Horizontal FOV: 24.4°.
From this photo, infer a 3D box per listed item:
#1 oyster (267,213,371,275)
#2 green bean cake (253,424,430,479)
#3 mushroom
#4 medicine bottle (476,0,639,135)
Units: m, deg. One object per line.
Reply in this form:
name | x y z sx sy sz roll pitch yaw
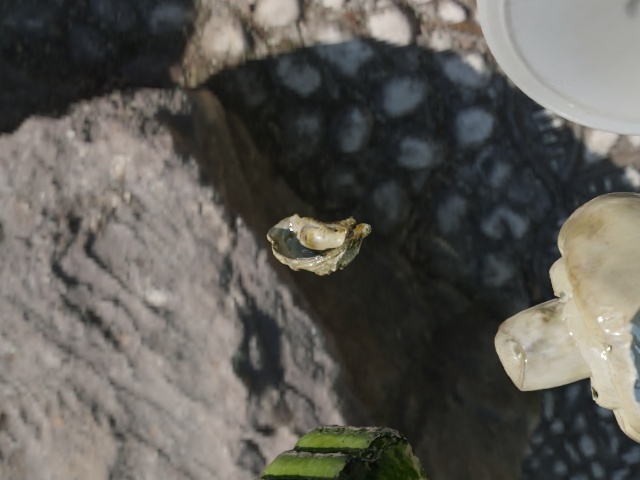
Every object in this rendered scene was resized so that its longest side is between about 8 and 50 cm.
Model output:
oyster | 0.000 0.000 1.318 0.080 0.083 0.038 -39 131 -3
green bean cake | 0.016 0.258 1.076 0.113 0.200 0.214 -4 119 46
mushroom | 0.285 0.087 1.413 0.234 0.260 0.254 -18 103 8
medicine bottle | 0.239 -0.233 1.069 0.237 0.232 0.238 9 136 8
